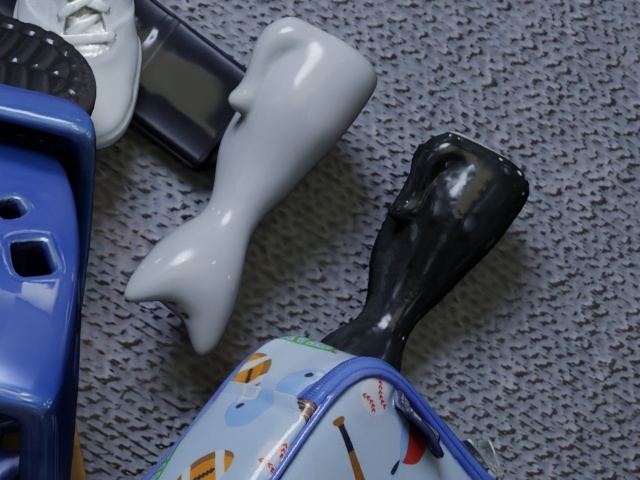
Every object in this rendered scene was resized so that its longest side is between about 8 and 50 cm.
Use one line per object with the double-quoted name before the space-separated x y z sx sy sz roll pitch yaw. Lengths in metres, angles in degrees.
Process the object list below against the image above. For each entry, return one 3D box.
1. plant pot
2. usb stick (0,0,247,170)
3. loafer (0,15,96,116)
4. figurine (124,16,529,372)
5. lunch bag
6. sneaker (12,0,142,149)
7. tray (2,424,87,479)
"plant pot" -0.232 0.039 0.880 0.236 0.236 0.212 10 51 -4
"usb stick" -0.161 -0.150 1.095 0.278 0.045 0.077 37 80 -6
"loafer" -0.318 -0.086 0.993 0.366 0.130 0.134 18 36 4
"figurine" 0.000 0.000 1.071 0.215 0.092 0.209 34 78 -24
"lunch bag" -0.010 0.219 0.994 0.303 0.115 0.243 -51 123 -20
"sneaker" -0.146 -0.163 1.027 0.080 0.094 0.212 -2 85 -13
"tray" -0.335 0.197 0.971 0.411 0.076 0.203 -10 83 -17
